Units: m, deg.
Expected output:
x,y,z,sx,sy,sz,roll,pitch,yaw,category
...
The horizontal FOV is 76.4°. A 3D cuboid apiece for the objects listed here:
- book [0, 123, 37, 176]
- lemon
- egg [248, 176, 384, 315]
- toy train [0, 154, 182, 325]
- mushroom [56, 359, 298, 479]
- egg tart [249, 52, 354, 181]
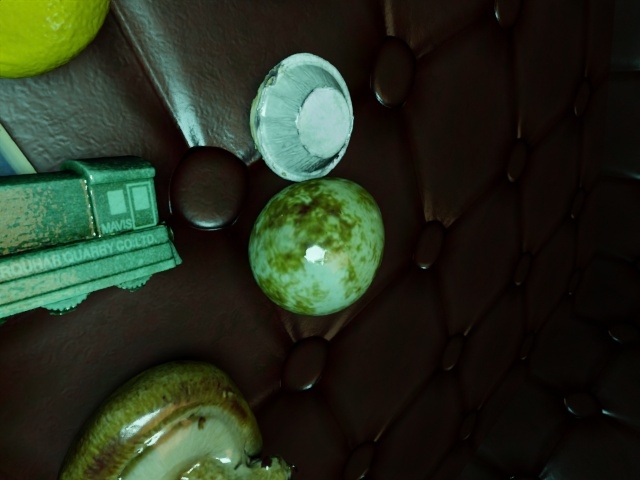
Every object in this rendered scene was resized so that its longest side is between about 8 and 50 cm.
x,y,z,sx,sy,sz,roll,pitch,yaw,category
-0.481,-0.033,0.418,0.322,0.018,0.228,-43,140,-31,book
-0.318,-0.271,0.408,0.187,0.187,0.244,33,73,-43,lemon
0.000,0.000,0.750,0.289,0.238,0.238,-57,137,-42,egg
-0.342,-0.006,0.500,0.330,0.138,0.178,-18,114,-45,toy train
-0.224,0.364,0.664,0.345,0.259,0.345,-16,115,-37,mushroom
-0.016,-0.219,0.751,0.234,0.094,0.234,-18,118,-38,egg tart
